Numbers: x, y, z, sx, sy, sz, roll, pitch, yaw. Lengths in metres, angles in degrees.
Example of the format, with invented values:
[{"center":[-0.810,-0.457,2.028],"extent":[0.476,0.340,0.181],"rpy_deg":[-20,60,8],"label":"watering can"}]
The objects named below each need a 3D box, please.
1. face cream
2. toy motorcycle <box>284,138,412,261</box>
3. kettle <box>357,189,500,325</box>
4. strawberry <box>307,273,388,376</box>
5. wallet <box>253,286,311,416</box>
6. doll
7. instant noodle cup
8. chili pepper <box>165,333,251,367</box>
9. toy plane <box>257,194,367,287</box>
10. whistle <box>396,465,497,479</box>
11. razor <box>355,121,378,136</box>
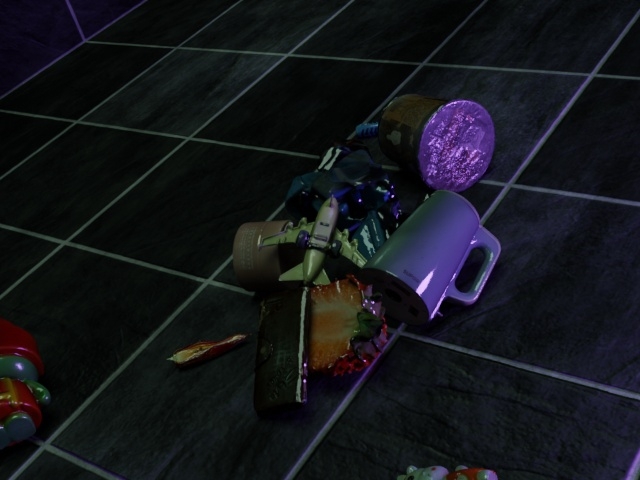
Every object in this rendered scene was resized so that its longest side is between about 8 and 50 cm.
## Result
[{"center":[-0.107,0.033,1.889],"extent":[0.104,0.149,0.149],"rpy_deg":[-3,37,21],"label":"face cream"},{"center":[0.068,-0.060,1.955],"extent":[0.232,0.172,0.416],"rpy_deg":[-31,49,-3],"label":"toy motorcycle"},{"center":[0.224,0.039,1.725],"extent":[0.210,0.160,0.243],"rpy_deg":[37,65,6],"label":"kettle"},{"center":[0.025,0.169,1.668],"extent":[0.286,0.106,0.188],"rpy_deg":[-8,61,38],"label":"strawberry"},{"center":[-0.072,0.201,1.639],"extent":[0.122,0.031,0.232],"rpy_deg":[-18,58,33],"label":"wallet"},{"center":[-0.653,0.258,1.806],"extent":[0.182,0.160,0.363],"rpy_deg":[-25,35,-8],"label":"doll"},{"center":[0.255,-0.236,2.065],"extent":[0.217,0.217,0.207],"rpy_deg":[-30,31,-17],"label":"instant noodle cup"},{"center":[-0.221,0.217,1.794],"extent":[0.178,0.027,0.045],"rpy_deg":[-20,39,-4],"label":"chili pepper"},{"center":[0.000,0.000,1.793],"extent":[0.229,0.092,0.244],"rpy_deg":[15,55,3],"label":"toy plane"},{"center":[0.214,0.385,1.320],"extent":[0.253,0.106,0.102],"rpy_deg":[0,79,22],"label":"whistle"},{"center":[0.212,-0.294,2.295],"extent":[0.253,0.042,0.082],"rpy_deg":[-5,-5,19],"label":"razor"}]
